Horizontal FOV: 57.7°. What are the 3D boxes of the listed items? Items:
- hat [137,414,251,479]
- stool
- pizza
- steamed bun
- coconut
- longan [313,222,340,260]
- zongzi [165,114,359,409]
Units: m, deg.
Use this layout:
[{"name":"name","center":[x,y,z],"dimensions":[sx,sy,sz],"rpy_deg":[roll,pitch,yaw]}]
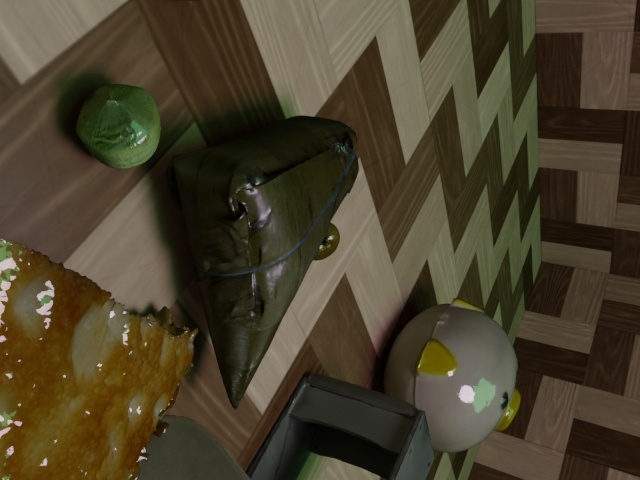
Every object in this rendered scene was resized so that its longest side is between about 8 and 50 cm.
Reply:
[{"name":"hat","center":[-0.183,0.359,0.723],"dimensions":[0.214,0.244,0.149],"rpy_deg":[-28,156,-36]},{"name":"stool","center":[0.037,0.411,1.030],"dimensions":[0.269,0.244,0.170],"rpy_deg":[-55,142,-35]},{"name":"pizza","center":[-0.263,0.181,0.587],"dimensions":[0.406,0.130,0.439],"rpy_deg":[-23,121,-71]},{"name":"steamed bun","center":[0.317,0.327,1.417],"dimensions":[0.374,0.334,0.333],"rpy_deg":[-45,136,-52]},{"name":"coconut","center":[-0.209,-0.121,0.606],"dimensions":[0.096,0.088,0.087],"rpy_deg":[105,9,-67]},{"name":"longan","center":[0.000,0.000,1.000],"dimensions":[0.075,0.083,0.075],"rpy_deg":[-2,94,-21]},{"name":"zongzi","center":[-0.053,0.017,0.833],"dimensions":[0.323,0.160,0.360],"rpy_deg":[-32,126,-50]}]
